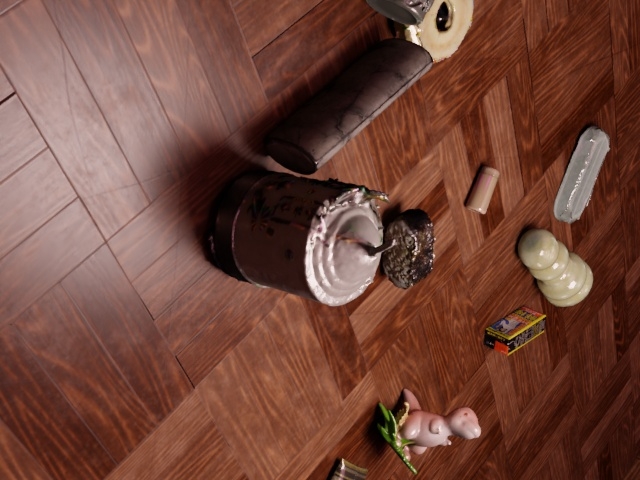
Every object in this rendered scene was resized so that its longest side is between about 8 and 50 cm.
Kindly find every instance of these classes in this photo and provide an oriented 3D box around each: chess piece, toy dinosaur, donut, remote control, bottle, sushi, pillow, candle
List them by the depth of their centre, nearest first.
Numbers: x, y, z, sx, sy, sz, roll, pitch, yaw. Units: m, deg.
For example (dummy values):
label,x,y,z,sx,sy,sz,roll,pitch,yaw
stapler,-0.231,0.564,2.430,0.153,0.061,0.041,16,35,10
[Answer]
label,x,y,z,sx,sy,sz,roll,pitch,yaw
candle,0.000,0.000,1.280,0.187,0.330,0.187,-16,111,-46
donut,0.190,-0.391,1.508,0.174,0.068,0.175,-25,126,-38
sushi,0.168,0.014,1.659,0.078,0.090,0.150,-25,127,-36
pillow,0.027,0.551,1.795,0.113,0.038,0.203,37,78,-50
toy dinosaur,0.216,0.375,1.819,0.177,0.194,0.152,-38,121,-8
bottle,0.342,-0.106,1.837,0.045,0.045,0.096,24,87,-51
chess piece,0.555,0.055,2.102,0.243,0.133,0.133,39,78,-46
remote control,0.644,-0.161,2.153,0.104,0.052,0.247,7,105,-49

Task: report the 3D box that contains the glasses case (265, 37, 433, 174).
label,x,y,z,sx,sy,sz,roll,pitch,yaw
glasses case,0.051,-0.217,1.393,0.299,0.114,0.060,-44,137,-26

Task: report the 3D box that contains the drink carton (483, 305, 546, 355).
label,x,y,z,sx,sy,sz,roll,pitch,yaw
drink carton,0.472,0.219,2.122,0.165,0.071,0.056,-22,121,-40

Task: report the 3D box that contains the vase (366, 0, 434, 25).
label,x,y,z,sx,sy,sz,roll,pitch,yaw
vase,0.186,-0.490,1.379,0.251,0.156,0.301,27,89,-27
